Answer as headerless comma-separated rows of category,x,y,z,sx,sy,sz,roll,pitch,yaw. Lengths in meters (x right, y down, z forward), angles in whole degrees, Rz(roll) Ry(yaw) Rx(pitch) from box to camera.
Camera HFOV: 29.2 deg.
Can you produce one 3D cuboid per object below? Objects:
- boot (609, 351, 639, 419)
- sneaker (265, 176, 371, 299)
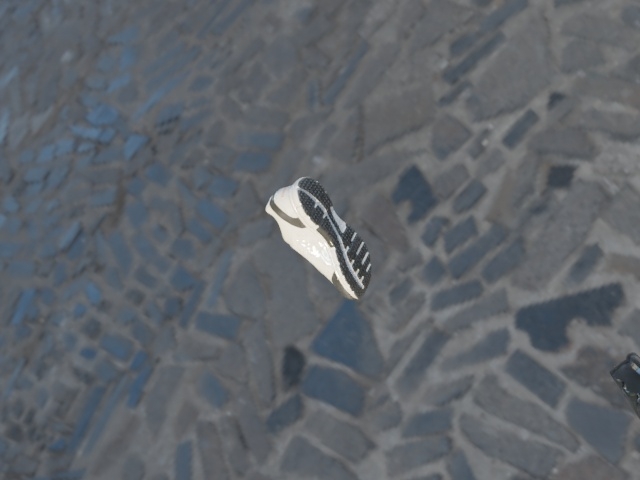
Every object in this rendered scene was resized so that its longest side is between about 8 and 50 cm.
boot,0.276,0.067,0.547,0.207,0.094,0.246,-42,33,-2
sneaker,0.000,0.000,0.926,0.043,0.109,0.040,-14,27,39
